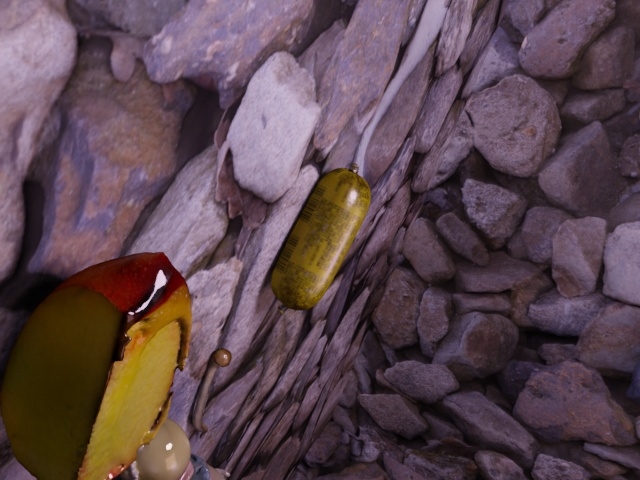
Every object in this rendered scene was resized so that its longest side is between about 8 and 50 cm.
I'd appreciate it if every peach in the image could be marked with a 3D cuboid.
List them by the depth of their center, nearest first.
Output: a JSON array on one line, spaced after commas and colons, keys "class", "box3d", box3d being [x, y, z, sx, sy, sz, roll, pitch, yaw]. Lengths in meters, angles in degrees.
[{"class": "peach", "box3d": [-0.237, 0.119, 0.715, 0.158, 0.153, 0.268, -15, 125, -69]}]

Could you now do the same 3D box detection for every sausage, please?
[{"class": "sausage", "box3d": [0.000, 0.000, 1.367, 0.347, 0.123, 0.123, -62, 166, 2]}]

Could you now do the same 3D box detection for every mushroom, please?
[{"class": "mushroom", "box3d": [-0.237, 0.338, 1.367, 0.068, 0.043, 0.306, -12, 136, -38]}]

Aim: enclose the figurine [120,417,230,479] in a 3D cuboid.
[{"class": "figurine", "box3d": [-0.238, 0.442, 1.166, 0.227, 0.274, 0.395, -53, 146, -40]}]
